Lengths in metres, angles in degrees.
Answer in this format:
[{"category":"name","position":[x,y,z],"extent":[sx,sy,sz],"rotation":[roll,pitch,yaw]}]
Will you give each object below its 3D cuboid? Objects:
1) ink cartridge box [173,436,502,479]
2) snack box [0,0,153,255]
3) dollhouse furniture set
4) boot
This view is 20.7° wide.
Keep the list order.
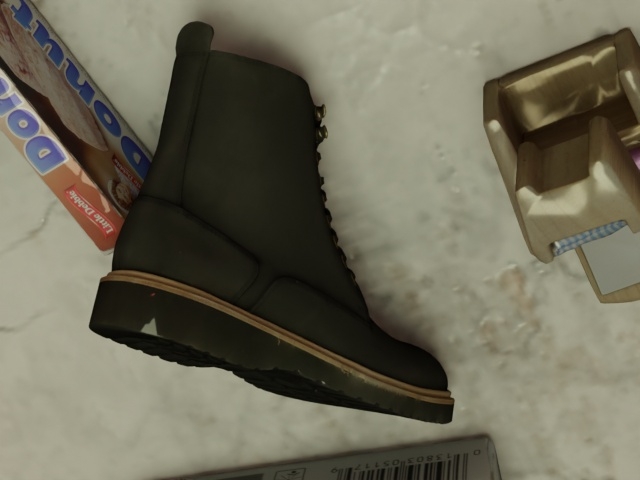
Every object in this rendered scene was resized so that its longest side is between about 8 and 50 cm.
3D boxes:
[{"category":"ink cartridge box","position":[0.019,0.217,0.894],"extent":[0.189,0.066,0.232],"rotation":[-10,113,11]},{"category":"snack box","position":[-0.132,-0.078,0.745],"extent":[0.022,0.064,0.178],"rotation":[-30,112,20]},{"category":"dollhouse furniture set","position":[0.222,0.033,0.632],"extent":[0.286,0.303,0.198],"rotation":[-21,113,16]},{"category":"boot","position":[0.000,0.000,0.773],"extent":[0.077,0.137,0.198],"rotation":[2,164,43]}]
